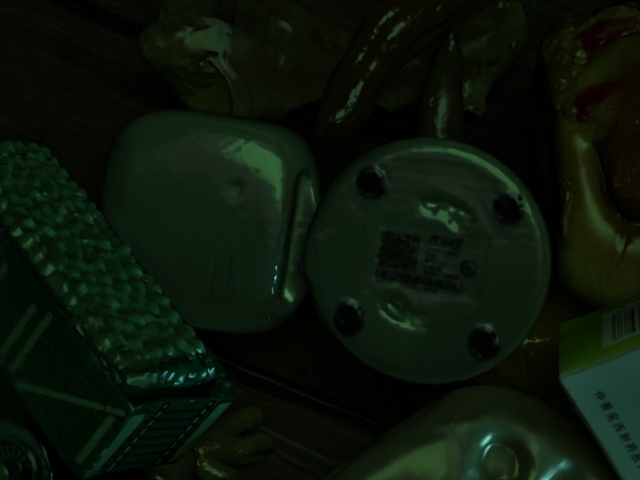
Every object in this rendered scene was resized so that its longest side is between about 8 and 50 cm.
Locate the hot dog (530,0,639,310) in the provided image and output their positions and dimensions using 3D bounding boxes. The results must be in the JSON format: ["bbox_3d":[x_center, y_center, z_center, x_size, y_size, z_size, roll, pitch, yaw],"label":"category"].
[{"bbox_3d":[0.215,-0.075,0.850,0.150,0.153,0.256,5,38,-1],"label":"hot dog"}]

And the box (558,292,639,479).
[{"bbox_3d":[0.279,0.130,0.781,0.175,0.062,0.260,-25,112,22],"label":"box"}]

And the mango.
[{"bbox_3d":[0.175,0.049,0.887,0.190,0.075,0.098,-33,80,-29],"label":"mango"}]

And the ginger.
[{"bbox_3d":[0.013,-0.143,0.937,0.295,0.086,0.131,-5,64,-17],"label":"ginger"}]

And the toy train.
[{"bbox_3d":[-0.182,0.062,0.793,0.269,0.115,0.154,49,116,23],"label":"toy train"}]

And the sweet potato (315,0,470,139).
[{"bbox_3d":[0.052,-0.140,0.882,0.053,0.054,0.182,47,72,-16],"label":"sweet potato"}]

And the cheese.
[{"bbox_3d":[0.093,0.206,0.811,0.235,0.117,0.217,-9,75,-11],"label":"cheese"}]

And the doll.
[{"bbox_3d":[-0.076,0.135,0.846,0.093,0.051,0.061,-16,68,-13],"label":"doll"}]

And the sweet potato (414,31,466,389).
[{"bbox_3d":[0.077,-0.020,0.903,0.060,0.069,0.249,7,78,8],"label":"sweet potato"}]

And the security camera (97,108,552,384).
[{"bbox_3d":[0.000,0.000,0.847,0.302,0.080,0.157,10,96,10],"label":"security camera"}]
